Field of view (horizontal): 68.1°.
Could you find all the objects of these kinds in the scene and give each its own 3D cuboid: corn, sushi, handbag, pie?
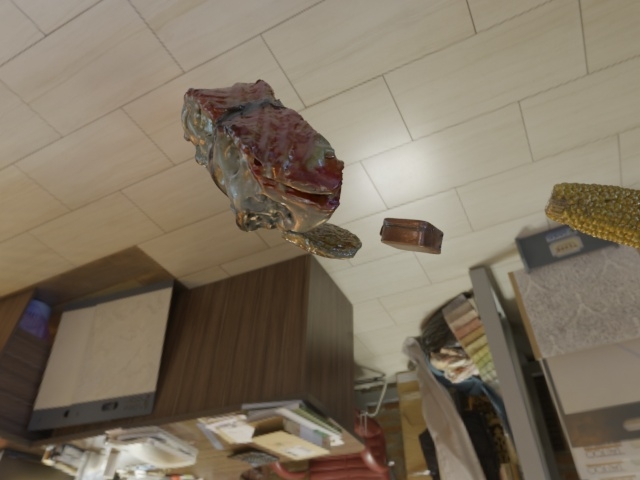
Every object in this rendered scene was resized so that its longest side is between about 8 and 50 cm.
[{"bbox_3d":[0.672,-0.048,1.022,0.347,0.130,0.130,14,140,13],"label":"corn"},{"bbox_3d":[-0.084,-0.110,0.591,0.124,0.332,0.130,-13,132,-25],"label":"sushi"},{"bbox_3d":[0.248,-0.011,1.296,0.151,0.072,0.193,6,176,31],"label":"handbag"},{"bbox_3d":[0.000,0.000,1.122,0.194,0.163,0.078,20,100,20],"label":"pie"}]
